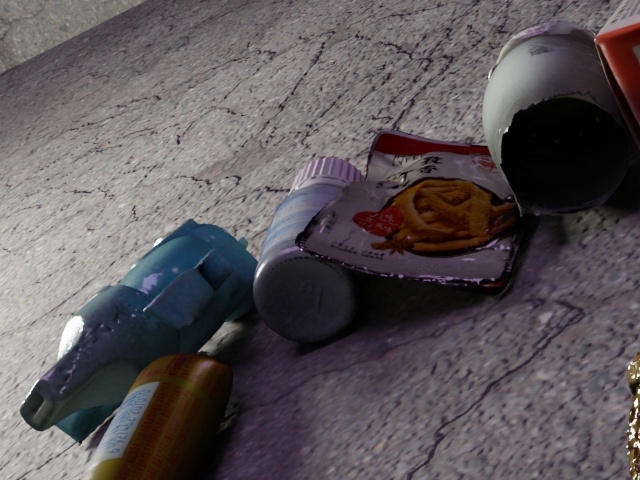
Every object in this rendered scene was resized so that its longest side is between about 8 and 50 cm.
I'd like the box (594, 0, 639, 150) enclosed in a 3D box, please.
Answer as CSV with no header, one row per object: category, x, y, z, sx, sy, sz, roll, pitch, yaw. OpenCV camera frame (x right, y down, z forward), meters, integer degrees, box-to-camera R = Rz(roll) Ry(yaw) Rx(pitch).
box,0.275,-0.137,1.122,0.099,0.133,0.182,-14,27,39

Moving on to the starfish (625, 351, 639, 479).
starfish,0.184,0.072,0.750,0.190,0.074,0.146,-59,12,-7

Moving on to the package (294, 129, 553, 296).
package,0.086,-0.029,1.218,0.154,0.030,0.239,8,26,15

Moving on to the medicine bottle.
medicine bottle,0.000,0.000,1.263,0.083,0.083,0.203,-24,19,18

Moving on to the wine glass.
wine glass,0.174,-0.092,1.188,0.111,0.111,0.204,-25,18,16

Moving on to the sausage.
sausage,-0.122,0.163,1.040,0.082,0.082,0.371,-24,19,20

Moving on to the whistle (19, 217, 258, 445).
whistle,-0.132,0.061,1.252,0.186,0.093,0.274,-48,-4,41
